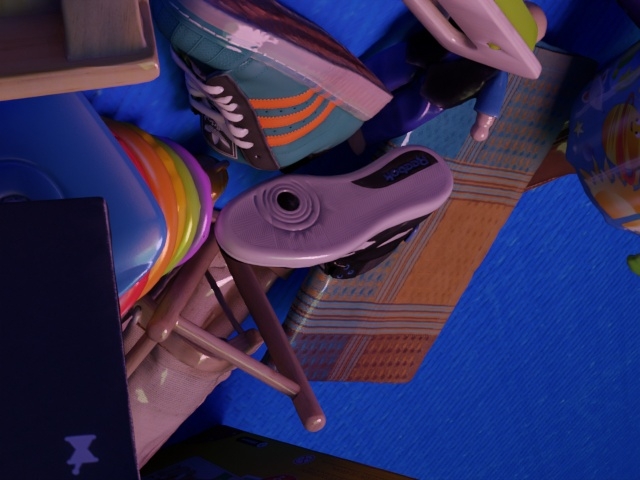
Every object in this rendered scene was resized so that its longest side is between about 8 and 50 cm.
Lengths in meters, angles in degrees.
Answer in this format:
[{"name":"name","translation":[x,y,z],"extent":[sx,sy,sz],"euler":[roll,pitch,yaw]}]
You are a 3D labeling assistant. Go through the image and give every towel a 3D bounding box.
[{"name":"towel","translation":[0.099,-0.031,1.621],"extent":[0.271,0.040,0.370],"euler":[10,113,-58]}]

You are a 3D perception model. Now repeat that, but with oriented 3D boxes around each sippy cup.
[{"name":"sippy cup","translation":[0.350,-0.107,1.599],"extent":[0.305,0.240,0.224],"euler":[-27,180,-39]}]

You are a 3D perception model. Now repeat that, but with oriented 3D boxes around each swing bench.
[{"name":"swing bench","translation":[-0.147,0.123,1.471],"extent":[0.165,0.254,0.253],"euler":[32,111,-23]}]

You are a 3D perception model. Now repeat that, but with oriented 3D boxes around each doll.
[{"name":"doll","translation":[0.101,-0.137,1.450],"extent":[0.189,0.129,0.046],"euler":[-29,168,15]}]

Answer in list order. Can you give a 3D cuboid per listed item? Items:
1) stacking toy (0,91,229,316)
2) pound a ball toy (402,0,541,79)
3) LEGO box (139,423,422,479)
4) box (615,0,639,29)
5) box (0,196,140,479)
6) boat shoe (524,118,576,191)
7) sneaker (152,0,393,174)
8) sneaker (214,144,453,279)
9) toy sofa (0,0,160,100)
[{"name":"stacking toy","translation":[-0.146,-0.026,1.317],"extent":[0.175,0.165,0.302],"euler":[-38,172,22]},{"name":"pound a ball toy","translation":[0.118,-0.261,1.291],"extent":[0.208,0.136,0.319],"euler":[-64,154,-3]},{"name":"LEGO box","translation":[-0.089,0.352,1.612],"extent":[0.372,0.193,0.500],"euler":[-22,-165,-31]},{"name":"box","translation":[0.337,-0.275,1.485],"extent":[0.201,0.057,0.293],"euler":[-40,177,5]},{"name":"box","translation":[-0.275,0.173,1.117],"extent":[0.294,0.212,0.395],"euler":[-3,147,-12]},{"name":"boat shoe","translation":[0.279,-0.107,1.767],"extent":[0.257,0.095,0.095],"euler":[-33,155,-11]},{"name":"sneaker","translation":[-0.050,-0.111,1.308],"extent":[0.121,0.108,0.302],"euler":[-48,155,10]},{"name":"sneaker","translation":[0.000,0.000,1.426],"extent":[0.217,0.079,0.121],"euler":[-16,157,-31]},{"name":"toy sofa","translation":[-0.170,-0.249,0.844],"extent":[0.150,0.177,0.362],"euler":[-8,139,-7]}]
